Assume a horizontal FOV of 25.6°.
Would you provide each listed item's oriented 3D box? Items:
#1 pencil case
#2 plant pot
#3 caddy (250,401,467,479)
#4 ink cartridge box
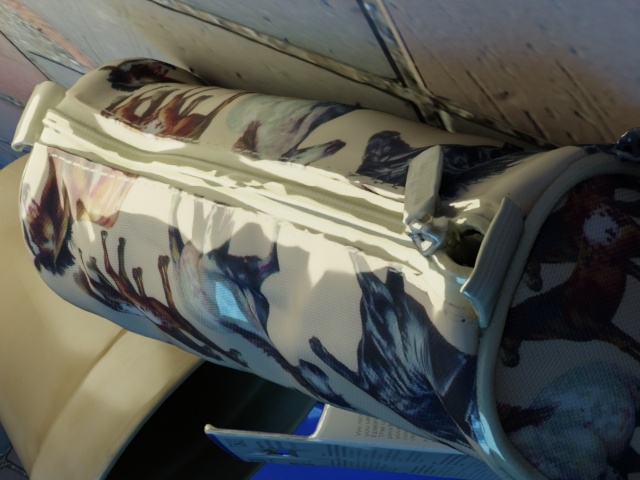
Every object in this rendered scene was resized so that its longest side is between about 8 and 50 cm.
[{"bbox_3d":[0.000,0.000,0.712,0.410,0.160,0.183,16,154,48],"label":"pencil case"},{"bbox_3d":[-0.173,0.073,1.222,0.280,0.323,0.323,42,175,21],"label":"plant pot"},{"bbox_3d":[0.036,0.184,1.440,0.341,0.179,0.241,26,-169,11],"label":"caddy"},{"bbox_3d":[0.091,0.144,1.087,0.330,0.071,0.324,6,168,2],"label":"ink cartridge box"}]
